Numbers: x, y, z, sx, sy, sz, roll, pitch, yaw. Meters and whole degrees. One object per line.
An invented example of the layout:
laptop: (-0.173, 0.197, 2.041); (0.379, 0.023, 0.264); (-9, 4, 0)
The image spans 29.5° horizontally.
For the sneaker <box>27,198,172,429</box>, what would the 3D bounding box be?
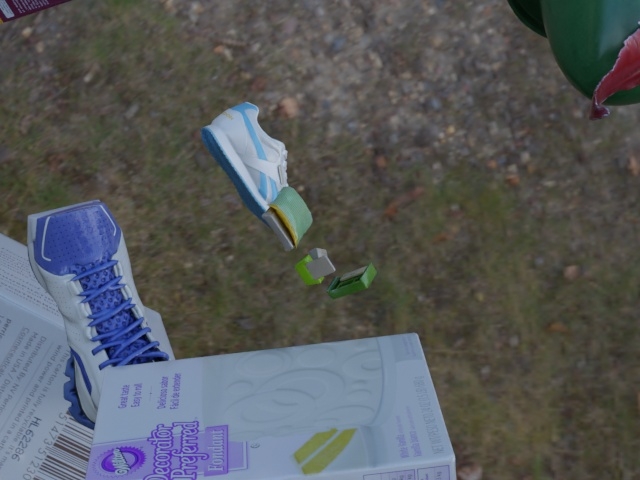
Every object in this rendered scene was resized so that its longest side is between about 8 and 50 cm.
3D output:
sneaker: (-0.244, 0.112, 1.471); (0.127, 0.182, 0.315); (-20, 113, -30)

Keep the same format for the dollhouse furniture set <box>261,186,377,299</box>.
dollhouse furniture set: (0.000, 0.000, 1.475); (0.151, 0.058, 0.076); (56, 36, -15)

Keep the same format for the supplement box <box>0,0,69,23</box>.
supplement box: (-0.332, -0.347, 1.475); (0.104, 0.188, 0.081); (62, 31, -31)

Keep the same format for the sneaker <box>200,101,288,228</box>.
sneaker: (-0.084, -0.101, 1.840); (0.092, 0.087, 0.228); (-39, 118, -16)

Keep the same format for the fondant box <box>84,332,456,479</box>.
fondant box: (-0.049, 0.199, 1.167); (0.330, 0.238, 0.096); (-7, 113, -1)

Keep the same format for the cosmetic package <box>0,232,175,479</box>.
cosmetic package: (-0.435, 0.226, 1.801); (0.327, 0.394, 0.329); (29, 94, -17)

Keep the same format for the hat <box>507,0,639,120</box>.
hat: (0.187, -0.088, 0.719); (0.208, 0.173, 0.183); (18, 63, -26)
